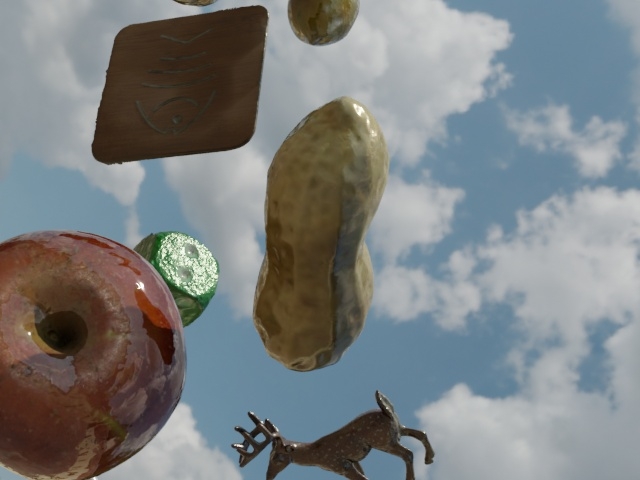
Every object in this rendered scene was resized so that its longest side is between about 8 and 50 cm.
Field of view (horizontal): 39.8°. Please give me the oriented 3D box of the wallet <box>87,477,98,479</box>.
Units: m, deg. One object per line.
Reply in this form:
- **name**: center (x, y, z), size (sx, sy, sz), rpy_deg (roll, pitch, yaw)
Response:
- **wallet**: center (-0.359, 0.442, 1.404), size (0.122, 0.061, 0.025), rpy_deg (58, -3, 21)

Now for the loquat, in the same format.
- **loquat**: center (0.004, -0.465, 1.777), size (0.152, 0.152, 0.195), rpy_deg (124, -28, -50)

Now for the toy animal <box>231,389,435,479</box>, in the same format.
- **toy animal**: center (0.023, 0.313, 1.363), size (0.260, 0.243, 0.087), rpy_deg (45, 14, -21)

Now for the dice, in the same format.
- **dice**: center (-0.252, 0.068, 1.465), size (0.128, 0.131, 0.120), rpy_deg (-37, -144, 38)

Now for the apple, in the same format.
- **apple**: center (-0.209, 0.094, 0.715), size (0.201, 0.201, 0.162), rpy_deg (66, -25, 13)

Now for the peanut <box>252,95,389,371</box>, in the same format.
- **peanut**: center (0.000, 0.000, 0.697), size (0.103, 0.098, 0.229), rpy_deg (-107, -157, -61)

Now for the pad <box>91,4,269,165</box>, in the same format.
- **pad**: center (-0.228, -0.256, 1.443), size (0.018, 0.287, 0.284), rpy_deg (56, 33, -57)

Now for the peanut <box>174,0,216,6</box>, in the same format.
- **peanut**: center (-0.183, -0.336, 0.979), size (0.305, 0.147, 0.147), rpy_deg (19, -61, 44)
